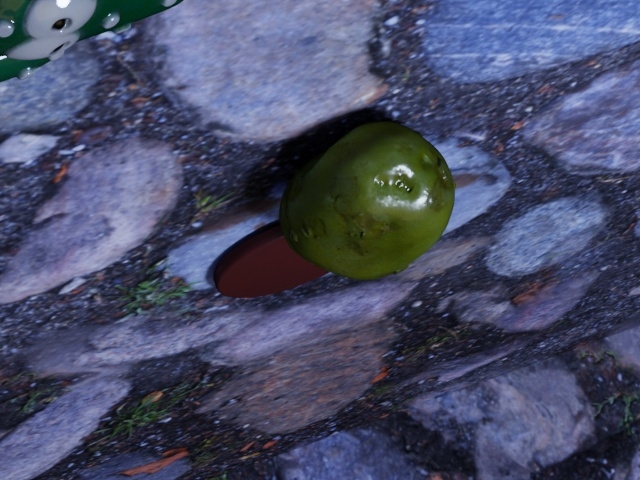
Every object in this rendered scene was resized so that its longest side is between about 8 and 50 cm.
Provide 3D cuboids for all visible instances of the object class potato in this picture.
[{"bbox_3d":[0.052,-0.038,1.872,0.186,0.148,0.253,-20,161,-11],"label":"potato"}]

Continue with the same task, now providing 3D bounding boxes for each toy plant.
[{"bbox_3d":[-0.204,-0.192,1.228,0.243,0.112,0.232,-24,164,-12],"label":"toy plant"}]

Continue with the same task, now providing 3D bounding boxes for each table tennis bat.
[{"bbox_3d":[0.000,0.000,2.089,0.310,0.038,0.200,-33,158,32],"label":"table tennis bat"}]
